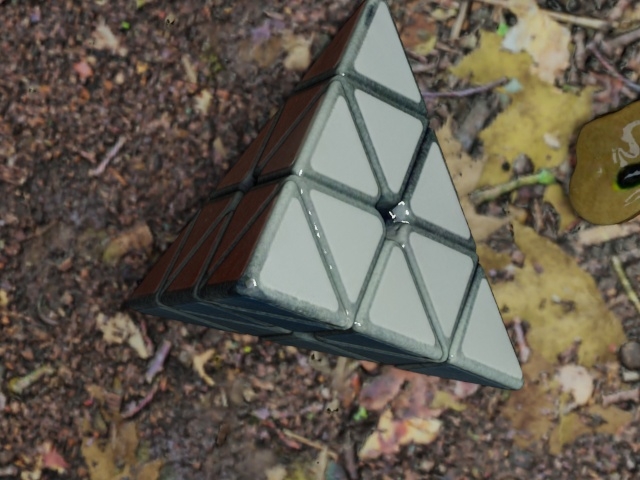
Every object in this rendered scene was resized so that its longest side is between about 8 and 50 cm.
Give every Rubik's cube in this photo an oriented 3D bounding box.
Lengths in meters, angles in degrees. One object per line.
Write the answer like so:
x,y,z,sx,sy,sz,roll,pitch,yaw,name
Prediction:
-0.002,-0.001,1.404,0.228,0.229,0.233,-22,49,-18,Rubik's cube

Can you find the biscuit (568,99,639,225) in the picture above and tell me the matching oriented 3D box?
0.324,-0.084,1.355,0.320,0.047,0.183,-12,92,18,biscuit
